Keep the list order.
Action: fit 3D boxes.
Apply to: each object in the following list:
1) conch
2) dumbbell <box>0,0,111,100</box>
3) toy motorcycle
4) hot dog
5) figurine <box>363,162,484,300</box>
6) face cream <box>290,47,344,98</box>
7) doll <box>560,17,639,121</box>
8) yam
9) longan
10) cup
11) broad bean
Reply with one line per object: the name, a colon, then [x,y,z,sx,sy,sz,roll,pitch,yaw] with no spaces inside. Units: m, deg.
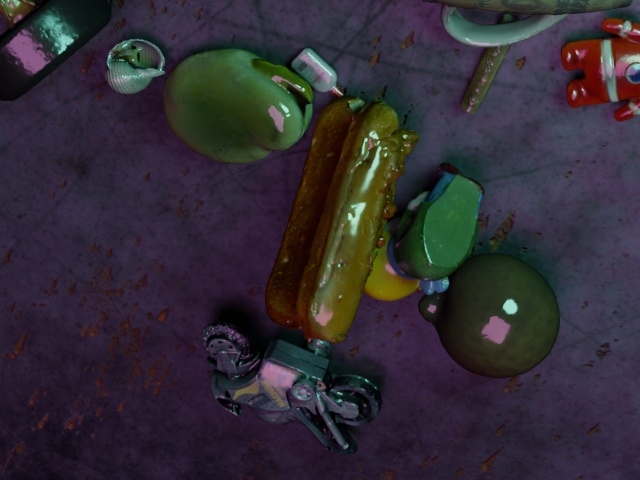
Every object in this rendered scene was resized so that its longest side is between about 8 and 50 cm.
conch: [-0.265,-0.246,1.915,0.085,0.056,0.076,-11,101,-14]
dumbbell: [-0.453,-0.364,1.804,0.204,0.203,0.322,-32,108,26]
toy motorcycle: [-0.058,0.230,2.119,0.307,0.108,0.173,25,131,-3]
hot dog: [0.032,-0.027,1.869,0.117,0.158,0.348,16,91,-38]
figurine: [0.131,-0.006,1.934,0.127,0.185,0.234,22,161,-13]
face cream: [-0.001,-0.229,1.883,0.083,0.021,0.040,42,120,-12]
doll: [0.438,-0.226,1.755,0.245,0.076,0.142,-3,118,19]
yam: [0.227,-0.236,1.821,0.032,0.032,0.145,24,122,-1]
longan: [0.240,0.105,1.943,0.205,0.159,0.184,7,113,20]
cup: [0.259,-0.345,1.657,0.257,0.227,0.301,15,140,-1]
broad bean: [-0.118,-0.189,1.892,0.228,0.100,0.169,-13,109,21]
